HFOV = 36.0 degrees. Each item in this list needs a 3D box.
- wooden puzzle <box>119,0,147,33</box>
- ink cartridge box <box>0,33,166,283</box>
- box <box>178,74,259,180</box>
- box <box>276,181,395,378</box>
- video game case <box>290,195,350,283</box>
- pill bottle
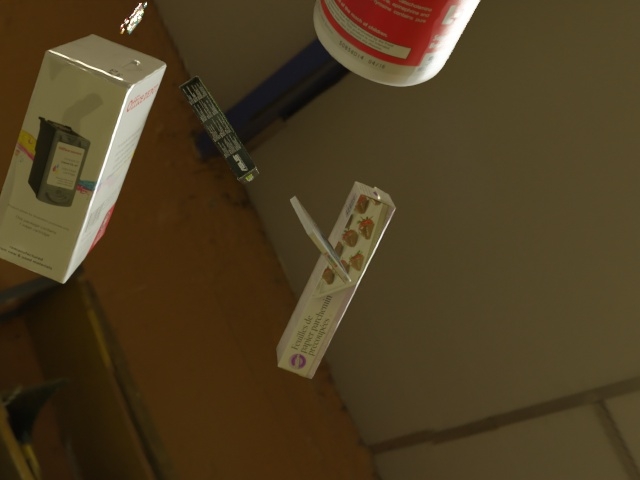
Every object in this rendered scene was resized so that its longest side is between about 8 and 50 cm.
[{"bbox_3d":[-0.350,-0.417,1.843,0.006,0.083,0.049,32,-15,6],"label":"wooden puzzle"},{"bbox_3d":[-0.351,-0.125,1.424,0.131,0.226,0.306,22,-72,-3],"label":"ink cartridge box"},{"bbox_3d":[-0.175,-0.190,1.742,0.045,0.184,0.191,-32,-87,1],"label":"box"},{"bbox_3d":[0.020,0.065,1.563,0.063,0.067,0.324,21,-72,-12],"label":"box"},{"bbox_3d":[0.000,0.000,1.415,0.122,0.011,0.087,53,6,-43],"label":"video game case"},{"bbox_3d":[0.153,-0.440,1.421,0.229,0.229,0.408,49,-38,18],"label":"pill bottle"}]
